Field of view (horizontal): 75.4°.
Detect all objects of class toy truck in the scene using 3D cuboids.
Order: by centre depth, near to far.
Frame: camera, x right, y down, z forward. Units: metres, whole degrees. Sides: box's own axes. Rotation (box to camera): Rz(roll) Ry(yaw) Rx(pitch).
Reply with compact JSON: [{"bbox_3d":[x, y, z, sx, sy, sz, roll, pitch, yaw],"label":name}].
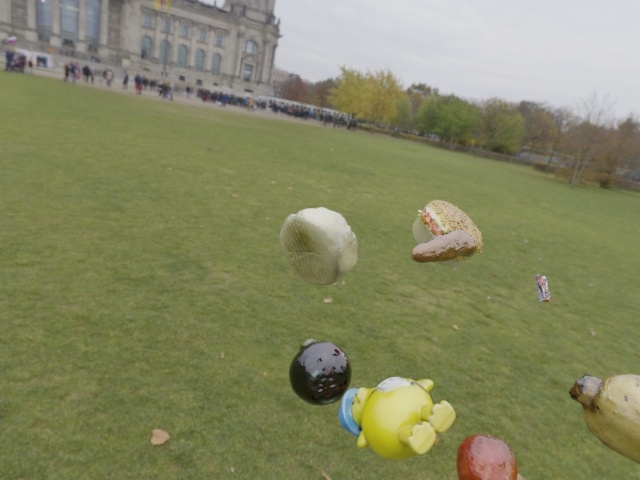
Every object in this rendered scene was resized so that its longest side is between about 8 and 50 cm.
[{"bbox_3d":[0.620,0.132,1.153,0.032,0.083,0.024,-19,-34,40],"label":"toy truck"}]

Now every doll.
[{"bbox_3d":[0.149,0.362,0.871,0.200,0.145,0.363,-32,-2,-22],"label":"doll"}]

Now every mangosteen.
[{"bbox_3d":[-0.004,0.438,1.386,0.217,0.215,0.216,10,17,-3],"label":"mangosteen"}]

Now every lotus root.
[{"bbox_3d":[0.608,0.332,0.750,0.285,0.159,0.146,25,16,21],"label":"lotus root"}]

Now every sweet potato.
[{"bbox_3d":[0.420,0.016,1.346,0.355,0.106,0.095,-1,33,-42],"label":"sweet potato"}]

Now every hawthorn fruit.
[{"bbox_3d":[0.588,0.832,1.481,0.205,0.205,0.253,14,61,8],"label":"hawthorn fruit"}]

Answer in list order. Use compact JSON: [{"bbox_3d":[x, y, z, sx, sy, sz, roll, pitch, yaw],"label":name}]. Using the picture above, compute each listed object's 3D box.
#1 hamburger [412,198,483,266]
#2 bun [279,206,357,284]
[{"bbox_3d":[0.500,-0.034,1.606,0.276,0.179,0.294,51,35,17],"label":"hamburger"},{"bbox_3d":[0.000,0.000,0.951,0.179,0.192,0.128,4,33,40],"label":"bun"}]
